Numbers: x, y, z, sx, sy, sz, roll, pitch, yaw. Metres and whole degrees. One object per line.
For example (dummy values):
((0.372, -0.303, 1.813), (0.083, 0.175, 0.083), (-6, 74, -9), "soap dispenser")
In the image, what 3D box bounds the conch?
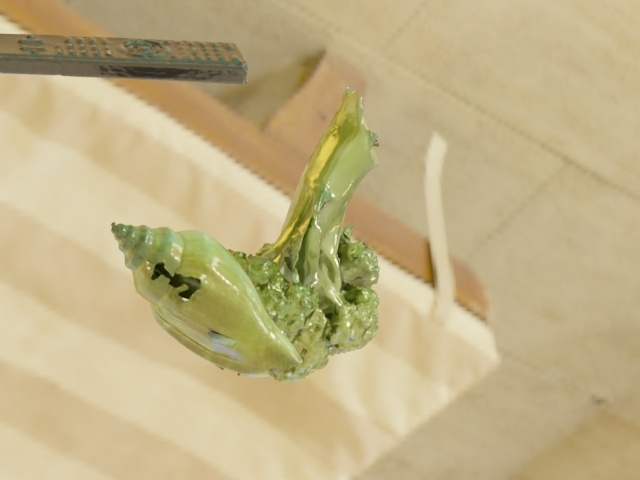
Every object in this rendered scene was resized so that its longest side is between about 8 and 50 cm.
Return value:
((-0.108, 0.048, 1.548), (0.095, 0.079, 0.201), (-22, 110, 34), "conch")

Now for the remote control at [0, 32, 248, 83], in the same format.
((-0.186, -0.164, 1.559), (0.245, 0.063, 0.025), (1, 120, -14), "remote control")

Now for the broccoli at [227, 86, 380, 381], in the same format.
((0.004, 0.033, 1.911), (0.302, 0.186, 0.254), (-45, 158, -15), "broccoli")
